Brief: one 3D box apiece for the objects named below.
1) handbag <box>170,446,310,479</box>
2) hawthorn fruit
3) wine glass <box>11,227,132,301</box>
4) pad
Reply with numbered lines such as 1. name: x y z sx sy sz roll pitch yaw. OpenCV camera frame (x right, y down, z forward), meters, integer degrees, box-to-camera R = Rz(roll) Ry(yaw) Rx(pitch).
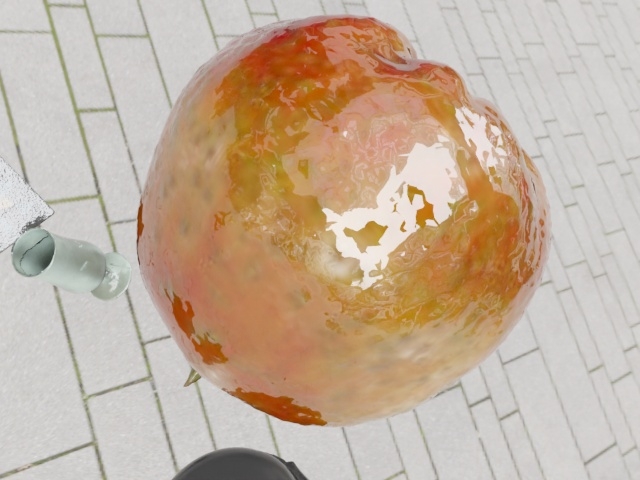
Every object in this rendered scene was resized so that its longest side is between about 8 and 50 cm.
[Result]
1. handbag: -0.115 0.415 0.778 0.093 0.254 0.308 62 17 -45
2. hawthorn fruit: 0.000 0.000 0.599 0.403 0.403 0.403 12 66 -27
3. wine glass: -0.454 0.046 1.128 0.103 0.231 0.103 -4 74 14
4. pad: -0.586 -0.036 1.039 0.211 0.003 0.143 -38 115 -2
